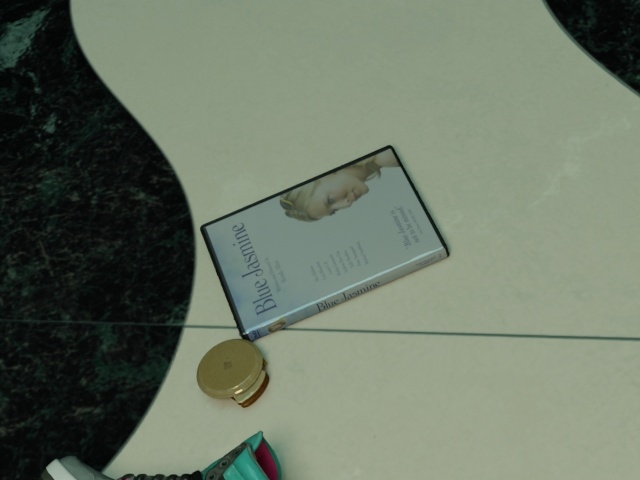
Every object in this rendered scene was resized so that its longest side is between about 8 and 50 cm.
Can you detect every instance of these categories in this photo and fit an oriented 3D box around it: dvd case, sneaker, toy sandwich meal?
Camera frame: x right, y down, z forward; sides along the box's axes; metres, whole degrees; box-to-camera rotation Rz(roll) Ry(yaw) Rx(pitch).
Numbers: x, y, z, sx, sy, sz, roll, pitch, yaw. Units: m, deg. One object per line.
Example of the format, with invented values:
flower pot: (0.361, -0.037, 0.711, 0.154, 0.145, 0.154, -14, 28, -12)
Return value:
dvd case: (0.000, 0.000, 1.635, 0.253, 0.022, 0.180, -23, 50, -2)
sneaker: (-0.125, 0.254, 1.405, 0.295, 0.124, 0.178, 31, 71, 25)
toy sandwich meal: (-0.094, 0.145, 1.548, 0.085, 0.029, 0.086, -12, 49, 14)
